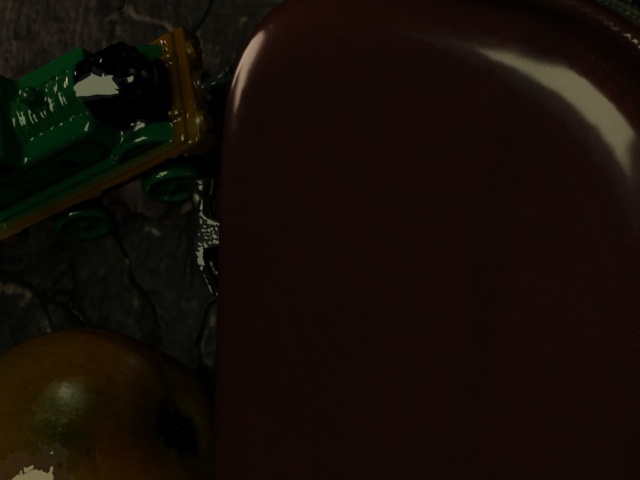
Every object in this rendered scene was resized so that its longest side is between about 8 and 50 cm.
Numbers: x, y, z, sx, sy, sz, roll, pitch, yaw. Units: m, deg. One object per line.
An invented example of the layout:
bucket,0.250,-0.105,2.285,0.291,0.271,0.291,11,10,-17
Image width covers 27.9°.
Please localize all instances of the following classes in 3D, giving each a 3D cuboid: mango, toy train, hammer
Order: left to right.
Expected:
mango,-0.168,0.200,0.759,0.211,0.173,0.317,44,110,38
toy train,-0.163,-0.071,0.856,0.228,0.136,0.091,-23,64,28
hammer,0.000,0.000,0.791,0.201,0.021,0.078,1,90,31

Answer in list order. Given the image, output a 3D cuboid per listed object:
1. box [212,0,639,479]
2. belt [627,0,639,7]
box,0.061,0.077,0.586,0.263,0.108,0.404,23,119,36
belt,0.194,-0.067,0.588,0.325,0.122,0.260,15,111,27
